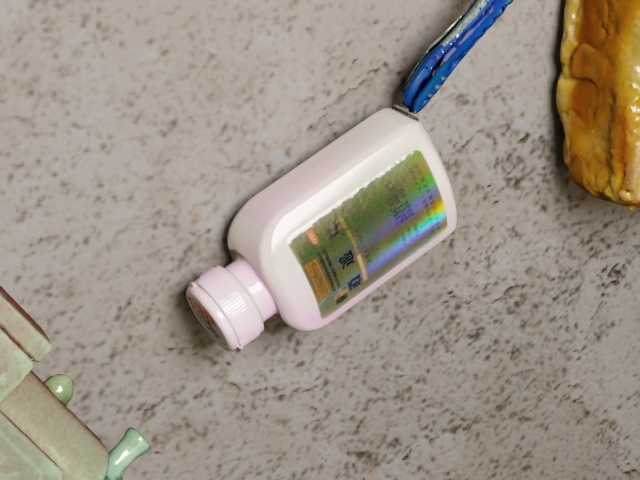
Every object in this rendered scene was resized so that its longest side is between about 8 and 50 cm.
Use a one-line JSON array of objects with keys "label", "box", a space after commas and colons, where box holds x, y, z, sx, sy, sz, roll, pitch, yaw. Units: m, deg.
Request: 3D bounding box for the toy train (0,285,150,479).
[{"label": "toy train", "box": [-0.246, 0.165, 0.964, 0.221, 0.150, 0.304, -47, 126, -16]}]

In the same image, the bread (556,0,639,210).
[{"label": "bread", "box": [0.294, -0.176, 1.176, 0.167, 0.132, 0.294, -11, 117, -29]}]

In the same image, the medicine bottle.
[{"label": "medicine bottle", "box": [0.000, 0.000, 1.091, 0.219, 0.078, 0.115, -36, 128, -16]}]

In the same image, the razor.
[{"label": "razor", "box": [0.170, -0.219, 1.054, 0.324, 0.056, 0.093, -43, 170, 19]}]
